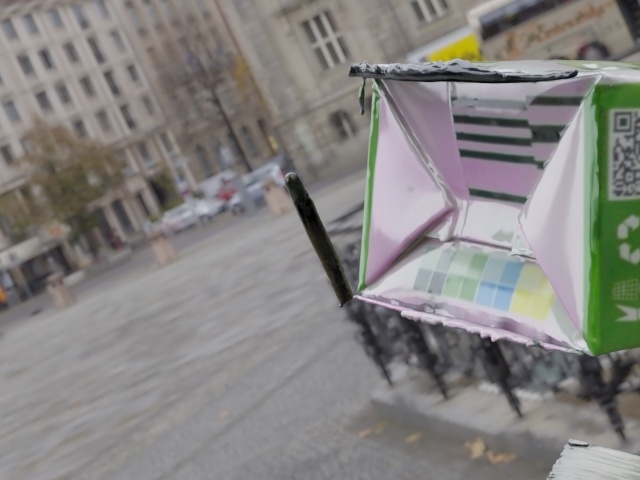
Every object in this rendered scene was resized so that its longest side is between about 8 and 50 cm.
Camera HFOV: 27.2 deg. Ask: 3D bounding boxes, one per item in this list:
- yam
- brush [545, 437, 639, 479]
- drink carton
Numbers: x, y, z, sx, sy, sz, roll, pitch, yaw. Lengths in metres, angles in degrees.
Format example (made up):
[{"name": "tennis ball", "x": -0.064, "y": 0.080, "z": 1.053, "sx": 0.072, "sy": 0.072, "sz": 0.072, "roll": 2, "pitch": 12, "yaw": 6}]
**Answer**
[{"name": "yam", "x": 0.000, "y": 0.000, "z": 0.867, "sx": 0.014, "sy": 0.107, "sz": 0.014, "roll": -18, "pitch": 30, "yaw": 11}, {"name": "brush", "x": 0.257, "y": 0.163, "z": 0.653, "sx": 0.314, "sy": 0.017, "sz": 0.090, "roll": 13, "pitch": 38, "yaw": 27}, {"name": "drink carton", "x": 0.160, "y": -0.027, "z": 0.582, "sx": 0.271, "sy": 0.108, "sz": 0.161, "roll": -6, "pitch": 11, "yaw": -33}]
